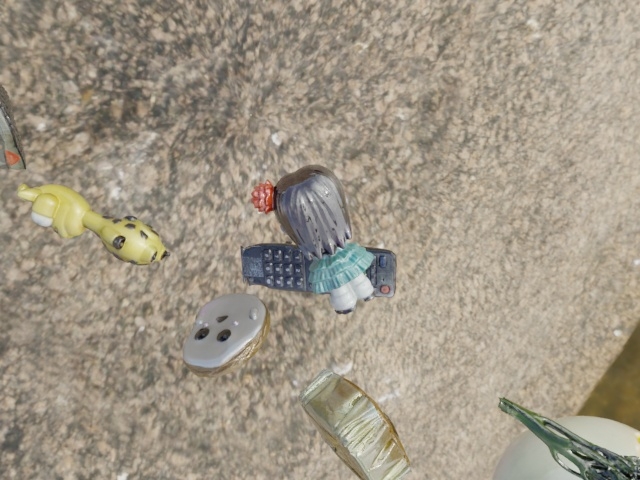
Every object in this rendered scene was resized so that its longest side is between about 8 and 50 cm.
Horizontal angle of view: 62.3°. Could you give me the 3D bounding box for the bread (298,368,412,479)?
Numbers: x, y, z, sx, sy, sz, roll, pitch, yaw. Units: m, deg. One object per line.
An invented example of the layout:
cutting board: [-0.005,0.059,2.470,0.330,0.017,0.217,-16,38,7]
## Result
bread: [0.067,0.364,1.029,0.110,0.210,0.192,-36,113,-18]

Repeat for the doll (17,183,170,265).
doll: [-0.410,-0.030,0.948,0.291,0.117,0.086,23,87,6]

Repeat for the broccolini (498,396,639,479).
broccolini: [0.310,0.263,0.661,0.201,0.074,0.058,30,129,24]

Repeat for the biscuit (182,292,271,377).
biscuit: [-0.191,0.179,1.059,0.181,0.208,0.049,-11,122,20]

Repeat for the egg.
egg: [0.446,0.445,0.902,0.345,0.283,0.283,13,102,-23]

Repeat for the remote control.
remote control: [-0.006,0.073,1.331,0.398,0.062,0.145,3,111,15]

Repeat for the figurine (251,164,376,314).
figurine: [0.000,0.000,0.836,0.138,0.110,0.245,-29,103,-14]

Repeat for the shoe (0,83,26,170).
shoe: [-0.528,-0.173,0.846,0.077,0.194,0.074,-11,69,-24]
